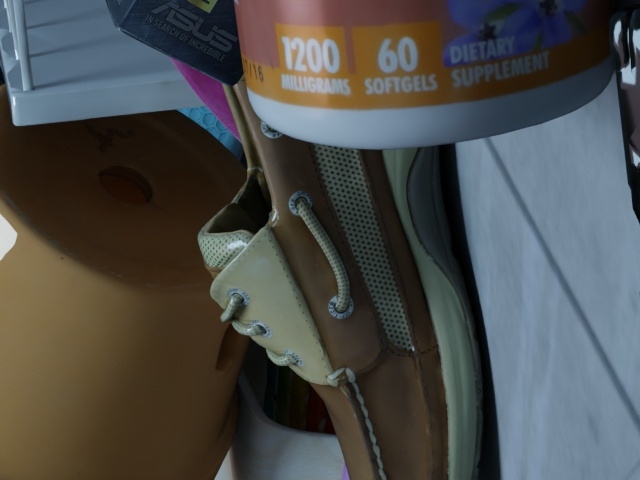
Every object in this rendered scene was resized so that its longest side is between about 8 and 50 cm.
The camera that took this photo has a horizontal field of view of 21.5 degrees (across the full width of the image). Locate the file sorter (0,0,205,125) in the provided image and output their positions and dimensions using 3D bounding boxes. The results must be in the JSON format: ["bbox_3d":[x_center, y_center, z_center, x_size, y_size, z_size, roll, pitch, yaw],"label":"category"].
[{"bbox_3d":[-0.111,-0.201,1.042,0.278,0.193,0.173,-121,26,-64],"label":"file sorter"}]

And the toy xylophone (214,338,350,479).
[{"bbox_3d":[-0.028,0.116,1.202,0.323,0.081,0.236,-117,31,-64],"label":"toy xylophone"}]

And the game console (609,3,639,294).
[{"bbox_3d":[0.118,-0.007,0.447,0.107,0.071,0.122,6,109,49],"label":"game console"}]

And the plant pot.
[{"bbox_3d":[-0.161,0.035,1.060,0.203,0.291,0.291,-57,36,34],"label":"plant pot"}]

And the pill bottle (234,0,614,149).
[{"bbox_3d":[0.024,-0.146,0.515,0.121,0.121,0.216,-126,27,-68],"label":"pill bottle"}]

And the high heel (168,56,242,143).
[{"bbox_3d":[-0.024,-0.034,0.921,0.244,0.117,0.082,90,166,-46],"label":"high heel"}]

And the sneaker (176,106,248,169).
[{"bbox_3d":[-0.135,0.014,1.342,0.319,0.127,0.208,-62,-6,-2],"label":"sneaker"}]

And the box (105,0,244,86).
[{"bbox_3d":[-0.031,-0.190,0.694,0.183,0.059,0.233,-57,27,16],"label":"box"}]

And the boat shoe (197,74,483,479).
[{"bbox_3d":[0.000,0.000,0.813,0.122,0.120,0.324,-139,40,-75],"label":"boat shoe"}]

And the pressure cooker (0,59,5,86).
[{"bbox_3d":[-0.301,-0.199,1.473,0.375,0.420,0.370,66,161,0],"label":"pressure cooker"}]
